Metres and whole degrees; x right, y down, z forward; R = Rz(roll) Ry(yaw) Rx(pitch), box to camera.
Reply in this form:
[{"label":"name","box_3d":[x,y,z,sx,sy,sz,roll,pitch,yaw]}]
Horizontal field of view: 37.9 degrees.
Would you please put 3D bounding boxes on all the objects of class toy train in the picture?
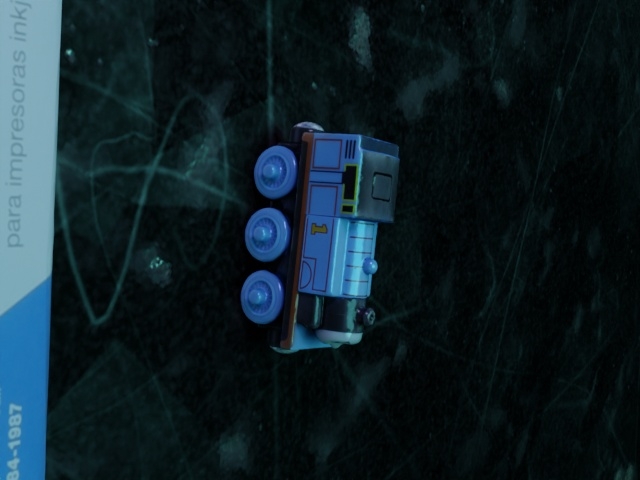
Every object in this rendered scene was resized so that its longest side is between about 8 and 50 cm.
[{"label":"toy train","box_3d":[0.000,0.000,0.725,0.080,0.105,0.184,7,90,-55]}]

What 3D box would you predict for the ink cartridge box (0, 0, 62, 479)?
[{"label":"ink cartridge box","box_3d":[-0.284,0.017,0.267,0.395,0.166,0.286,-3,97,-54]}]
